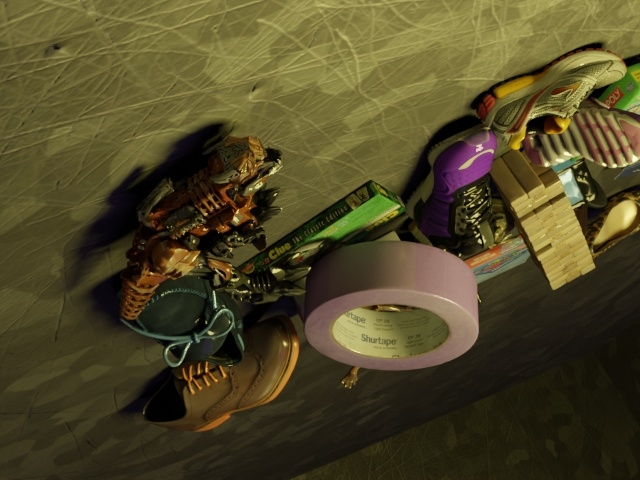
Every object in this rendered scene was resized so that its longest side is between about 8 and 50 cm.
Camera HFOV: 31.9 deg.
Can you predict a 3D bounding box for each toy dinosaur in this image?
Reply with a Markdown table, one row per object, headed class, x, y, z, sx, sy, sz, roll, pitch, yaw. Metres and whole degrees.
| class | x | y | z | sx | sy | sz | roll | pitch | yaw |
| --- | --- | --- | --- | --- | --- | --- | --- | --- | --- |
| toy dinosaur | 0.120 | 0.157 | 2.167 | 0.296 | 0.127 | 0.200 | -19 | 153 | -42 |
| toy dinosaur | -0.146 | -0.012 | 1.357 | 0.218 | 0.164 | 0.322 | 12 | 157 | -42 |

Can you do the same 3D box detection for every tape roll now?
| class | x | y | z | sx | sy | sz | roll | pitch | yaw |
| --- | --- | --- | --- | --- | --- | --- | --- | --- | --- |
| tape roll | 0.111 | 0.108 | 1.772 | 0.275 | 0.090 | 0.274 | 3 | 148 | 2 |

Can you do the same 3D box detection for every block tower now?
| class | x | y | z | sx | sy | sz | roll | pitch | yaw |
| --- | --- | --- | --- | --- | --- | --- | --- | --- | --- |
| block tower | 0.383 | -0.033 | 1.913 | 0.091 | 0.097 | 0.335 | -31 | 145 | 6 |

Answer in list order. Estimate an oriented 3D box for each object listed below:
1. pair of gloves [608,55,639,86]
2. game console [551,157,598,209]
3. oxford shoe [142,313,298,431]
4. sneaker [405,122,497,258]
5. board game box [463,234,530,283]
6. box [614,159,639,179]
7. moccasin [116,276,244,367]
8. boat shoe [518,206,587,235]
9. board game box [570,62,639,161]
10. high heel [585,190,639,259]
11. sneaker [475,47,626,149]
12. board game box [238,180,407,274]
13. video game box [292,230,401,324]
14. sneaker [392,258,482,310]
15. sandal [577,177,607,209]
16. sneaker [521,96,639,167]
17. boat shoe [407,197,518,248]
| class | x | y | z | sx | sy | sz | roll | pitch | yaw |
| --- | --- | --- | --- | --- | --- | --- | --- | --- | --- |
| pair of gloves | 0.491 | -0.266 | 1.733 | 0.074 | 0.010 | 0.083 | -15 | 157 | -34 |
| game console | 0.419 | -0.094 | 1.972 | 0.144 | 0.124 | 0.085 | -27 | -167 | -2 |
| oxford shoe | -0.176 | 0.245 | 1.963 | 0.133 | 0.130 | 0.364 | 2 | 146 | -46 |
| sneaker | 0.223 | -0.060 | 1.680 | 0.102 | 0.146 | 0.293 | -23 | 161 | -17 |
| board game box | 0.323 | 0.063 | 2.343 | 0.281 | 0.027 | 0.145 | -23 | 162 | -15 |
| box | 0.642 | -0.198 | 2.089 | 0.136 | 0.036 | 0.225 | -18 | 158 | -27 |
| moccasin | -0.173 | 0.114 | 1.620 | 0.138 | 0.116 | 0.342 | -32 | 161 | 11 |
| boat shoe | 0.452 | -0.042 | 2.191 | 0.095 | 0.095 | 0.257 | 2 | -177 | 27 |
| board game box | 0.563 | -0.242 | 1.823 | 0.317 | 0.046 | 0.213 | -21 | 160 | -28 |
| high heel | 0.629 | -0.028 | 2.330 | 0.261 | 0.093 | 0.186 | -22 | -167 | 1 |
| sneaker | 0.333 | -0.193 | 1.568 | 0.225 | 0.092 | 0.088 | -26 | 160 | -12 |
| board game box | 0.000 | 0.000 | 1.710 | 0.260 | 0.030 | 0.136 | -33 | 159 | 13 |
| video game box | 0.051 | 0.074 | 1.947 | 0.205 | 0.048 | 0.187 | -27 | 159 | -6 |
| sneaker | 0.201 | 0.085 | 1.949 | 0.108 | 0.121 | 0.302 | -47 | 160 | 24 |
| sandal | 0.475 | -0.086 | 2.114 | 0.179 | 0.067 | 0.040 | -1 | 155 | -40 |
| sneaker | 0.405 | -0.169 | 1.656 | 0.105 | 0.095 | 0.236 | -33 | -160 | -26 |
| boat shoe | 0.260 | -0.011 | 1.954 | 0.285 | 0.089 | 0.104 | -7 | 152 | -49 |
